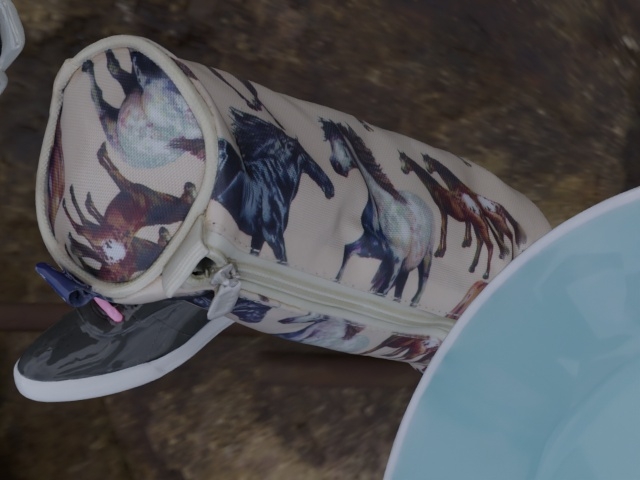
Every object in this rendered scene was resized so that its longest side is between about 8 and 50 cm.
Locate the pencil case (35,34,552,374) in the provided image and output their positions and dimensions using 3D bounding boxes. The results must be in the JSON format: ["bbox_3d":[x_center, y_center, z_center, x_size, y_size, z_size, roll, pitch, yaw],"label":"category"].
[{"bbox_3d":[0.000,0.000,1.245,0.160,0.410,0.183,-38,56,27],"label":"pencil case"}]

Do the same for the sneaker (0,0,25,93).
[{"bbox_3d":[-0.294,-0.139,1.258,0.127,0.321,0.126,-15,98,9],"label":"sneaker"}]

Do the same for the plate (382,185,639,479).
[{"bbox_3d":[0.087,0.079,0.375,0.188,0.024,0.188,-6,82,43],"label":"plate"}]

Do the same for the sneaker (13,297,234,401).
[{"bbox_3d":[-0.109,0.001,1.373,0.296,0.104,0.147,-27,126,-13],"label":"sneaker"}]
